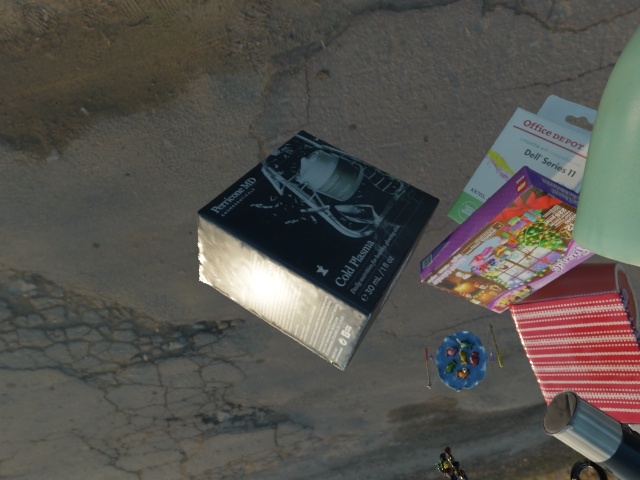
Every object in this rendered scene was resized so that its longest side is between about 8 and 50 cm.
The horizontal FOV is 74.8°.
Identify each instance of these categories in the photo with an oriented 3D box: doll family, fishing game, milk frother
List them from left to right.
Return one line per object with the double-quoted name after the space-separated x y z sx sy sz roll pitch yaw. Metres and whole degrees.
0.414 0.718 1.300 0.076 0.193 0.111 -28 91 -7 "doll family"
0.432 0.372 1.307 0.041 0.189 0.264 29 138 -31 "fishing game"
0.429 0.343 0.689 0.143 0.135 0.129 -56 171 -9 "milk frother"

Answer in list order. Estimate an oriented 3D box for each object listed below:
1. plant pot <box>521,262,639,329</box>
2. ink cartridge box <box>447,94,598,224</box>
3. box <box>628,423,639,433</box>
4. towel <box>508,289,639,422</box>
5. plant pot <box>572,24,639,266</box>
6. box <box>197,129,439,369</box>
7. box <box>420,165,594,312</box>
0.770 0.182 1.242 0.275 0.274 0.243 32 146 -33 "plant pot"
0.475 -0.148 0.924 0.119 0.207 0.353 9 115 -50 "ink cartridge box"
0.776 0.390 0.845 0.247 0.142 0.163 45 139 -10 "box"
0.503 0.227 0.797 0.199 0.031 0.274 -18 98 42 "towel"
0.408 -0.110 0.384 0.293 0.293 0.235 -5 102 -6 "plant pot"
0.000 0.000 1.168 0.472 0.480 0.297 28 139 14 "box"
0.353 0.017 0.777 0.201 0.057 0.293 21 137 -13 "box"
